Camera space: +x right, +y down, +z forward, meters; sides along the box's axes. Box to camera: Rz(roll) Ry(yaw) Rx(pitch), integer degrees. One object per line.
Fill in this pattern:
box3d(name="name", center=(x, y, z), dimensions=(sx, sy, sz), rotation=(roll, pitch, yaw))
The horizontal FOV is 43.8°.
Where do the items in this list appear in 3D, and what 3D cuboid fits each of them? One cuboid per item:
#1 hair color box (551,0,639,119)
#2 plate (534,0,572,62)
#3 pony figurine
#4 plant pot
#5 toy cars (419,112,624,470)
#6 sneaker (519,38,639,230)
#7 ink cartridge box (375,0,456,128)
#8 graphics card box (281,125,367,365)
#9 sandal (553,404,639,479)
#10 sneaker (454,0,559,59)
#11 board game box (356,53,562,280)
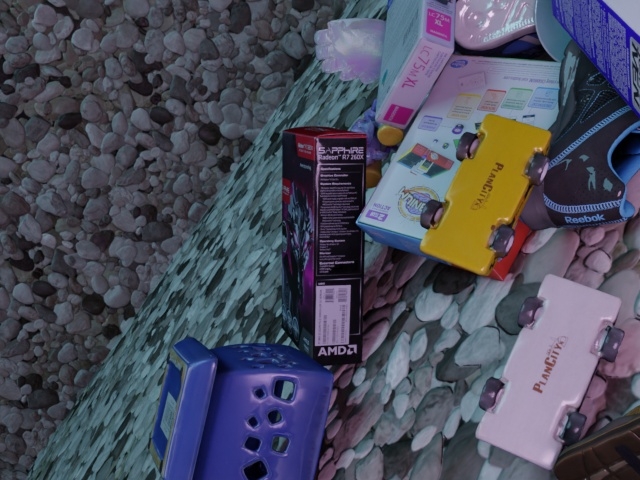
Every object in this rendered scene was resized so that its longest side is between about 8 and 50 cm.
box3d(name="hair color box", center=(0.387, -0.256, 0.870), dimensions=(0.185, 0.110, 0.339), rotation=(-14, 37, 6))
box3d(name="plate", center=(0.395, -0.324, 1.110), dimensions=(0.188, 0.188, 0.024), rotation=(-49, -21, 20))
box3d(name="pony figurine", center=(0.157, -0.249, 1.453), dimensions=(0.351, 0.303, 0.363), rotation=(-8, 38, 23))
box3d(name="plant pot", center=(-0.132, 0.272, 1.205), dimensions=(0.236, 0.212, 0.236), rotation=(-173, 96, -71))
box3d(name="toy cars", center=(0.212, 0.048, 0.858), dimensions=(0.176, 0.087, 0.394), rotation=(-18, 62, 9))
box3d(name="sneaker", center=(0.359, -0.151, 0.982), dimensions=(0.139, 0.125, 0.341), rotation=(4, 60, 43))
box3d(name="ink cartridge box", center=(0.155, -0.352, 1.270), dimensions=(0.186, 0.065, 0.311), rotation=(121, 160, -53))
box3d(name="graphics card box", center=(0.000, 0.000, 1.332), dimensions=(0.233, 0.094, 0.371), rotation=(-146, 54, -71))
box3d(name="sandal", center=(0.287, 0.168, 0.654), dimensions=(0.060, 0.090, 0.219), rotation=(-42, -2, -40))
box3d(name="sneaker", center=(0.368, -0.369, 1.267), dimensions=(0.322, 0.130, 0.236), rotation=(-14, 1, 20))
box3d(name="board game box", center=(0.223, -0.119, 1.151), dimensions=(0.242, 0.064, 0.316), rotation=(19, 74, 45))
